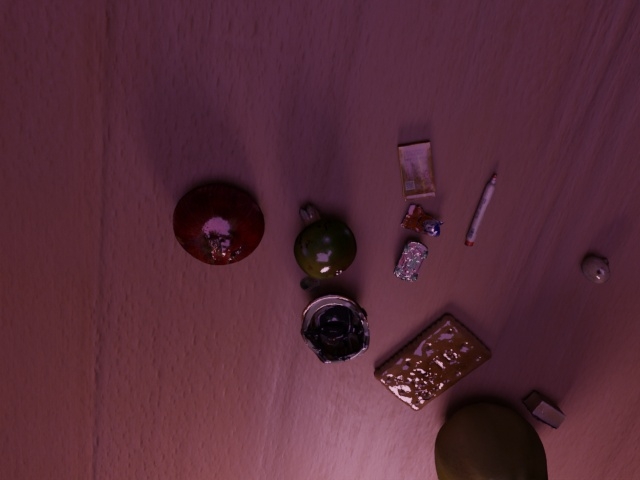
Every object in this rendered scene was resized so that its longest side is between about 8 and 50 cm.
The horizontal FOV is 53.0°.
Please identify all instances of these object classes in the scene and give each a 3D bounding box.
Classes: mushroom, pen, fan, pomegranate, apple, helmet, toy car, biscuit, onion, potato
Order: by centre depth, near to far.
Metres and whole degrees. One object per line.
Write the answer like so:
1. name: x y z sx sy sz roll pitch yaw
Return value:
1. onion: -0.272 -0.040 1.726 0.248 0.161 0.248 -2 99 -11
2. pomegranate: 0.000 0.000 1.736 0.180 0.180 0.209 -32 83 16
3. pen: 0.439 -0.082 1.749 0.026 0.026 0.218 13 115 -5
4. mushroom: 0.780 0.076 1.796 0.079 0.085 0.085 -35 113 -14
5. toy car: 0.255 0.054 1.804 0.069 0.055 0.142 19 126 1
6. helmet: 0.045 0.240 1.860 0.198 0.130 0.224 -22 103 8
7. fan: -0.029 0.137 1.880 0.060 0.003 0.080 -7 116 5
8. apple: 0.523 0.689 1.964 0.357 0.357 0.357 1 116 1
9. biscuit: 0.343 0.384 1.971 0.325 0.044 0.217 -42 110 19
10. potato: 0.703 0.531 2.010 0.122 0.086 0.061 32 103 -16

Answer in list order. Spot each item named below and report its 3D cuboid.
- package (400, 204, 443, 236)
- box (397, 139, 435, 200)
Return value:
1. package: 0.284 -0.051 1.765 0.111 0.033 0.077 22 139 6
2. box: 0.256 -0.185 1.704 0.089 0.022 0.156 -9 116 8
